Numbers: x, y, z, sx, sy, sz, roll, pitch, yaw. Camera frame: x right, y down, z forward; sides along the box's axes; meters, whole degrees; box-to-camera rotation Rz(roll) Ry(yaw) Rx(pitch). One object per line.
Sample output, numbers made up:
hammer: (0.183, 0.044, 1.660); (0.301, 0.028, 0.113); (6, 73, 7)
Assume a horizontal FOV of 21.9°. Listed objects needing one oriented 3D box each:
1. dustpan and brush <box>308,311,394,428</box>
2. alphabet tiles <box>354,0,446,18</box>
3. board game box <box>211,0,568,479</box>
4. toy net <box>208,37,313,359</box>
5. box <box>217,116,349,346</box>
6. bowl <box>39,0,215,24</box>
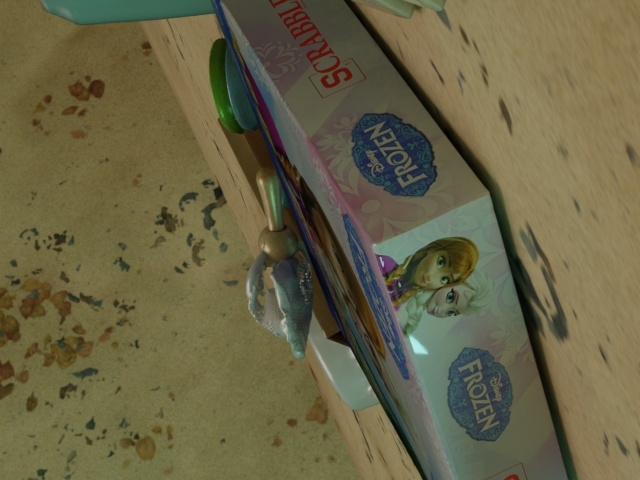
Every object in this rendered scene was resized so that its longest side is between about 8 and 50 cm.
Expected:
dustpan and brush: (0.044, 0.140, 1.687); (0.147, 0.060, 0.211); (56, -171, -39)
alphabet tiles: (-0.084, -0.160, 0.695); (0.284, 0.021, 0.278); (25, -176, 33)
board game box: (0.043, 0.016, 0.981); (0.318, 0.066, 0.318); (-120, 7, -51)
toy net: (-0.034, -0.027, 1.173); (0.122, 0.045, 0.232); (36, -132, -70)
box: (0.000, 0.000, 1.304); (0.201, 0.021, 0.164); (63, -165, 21)
bowl: (-0.221, -0.327, 1.545); (0.311, 0.163, 0.311); (156, 90, -84)
